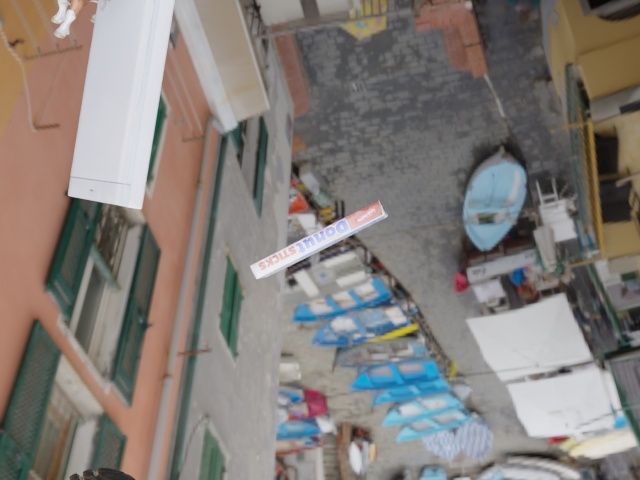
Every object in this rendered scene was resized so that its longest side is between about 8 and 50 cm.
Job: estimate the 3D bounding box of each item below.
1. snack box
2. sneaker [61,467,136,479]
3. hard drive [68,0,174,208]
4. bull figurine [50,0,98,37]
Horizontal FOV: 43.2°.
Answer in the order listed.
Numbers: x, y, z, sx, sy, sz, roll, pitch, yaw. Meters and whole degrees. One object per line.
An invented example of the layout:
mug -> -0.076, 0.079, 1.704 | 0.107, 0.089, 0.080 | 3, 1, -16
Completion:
snack box -> 0.000, 0.000, 1.011 | 0.178, 0.022, 0.064 | -27, 175, 7
sneaker -> -0.323, 0.422, 0.974 | 0.147, 0.130, 0.330 | 42, 87, -23
hard drive -> -0.327, -0.236, 1.310 | 0.047, 0.353, 0.233 | 9, -179, -38
bull figurine -> -0.450, -0.500, 1.582 | 0.310, 0.101, 0.188 | -13, 140, -51
